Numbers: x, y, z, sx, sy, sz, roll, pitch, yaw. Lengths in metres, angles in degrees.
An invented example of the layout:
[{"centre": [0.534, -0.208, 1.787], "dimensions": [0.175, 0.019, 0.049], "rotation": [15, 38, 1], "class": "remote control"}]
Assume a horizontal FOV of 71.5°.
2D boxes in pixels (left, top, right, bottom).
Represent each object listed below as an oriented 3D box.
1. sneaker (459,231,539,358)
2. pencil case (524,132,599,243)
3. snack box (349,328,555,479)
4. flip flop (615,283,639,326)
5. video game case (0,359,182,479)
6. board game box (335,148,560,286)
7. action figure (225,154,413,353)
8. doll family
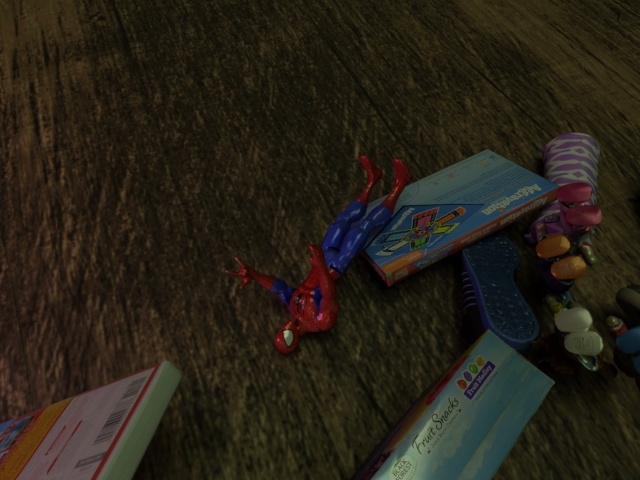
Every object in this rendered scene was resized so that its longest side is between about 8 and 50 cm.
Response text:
[{"centre": [0.216, 0.075, 0.580], "dimensions": [0.081, 0.091, 0.232], "rotation": [11, 35, 6], "class": "sneaker"}, {"centre": [0.375, -0.075, 0.685], "dimensions": [0.086, 0.088, 0.206], "rotation": [47, 54, -27], "class": "pencil case"}, {"centre": [0.095, 0.196, 0.406], "dimensions": [0.070, 0.207, 0.174], "rotation": [40, 62, 20], "class": "snack box"}, {"centre": [0.428, 0.181, 0.512], "dimensions": [0.080, 0.112, 0.277], "rotation": [-29, 63, 8], "class": "flip flop"}, {"centre": [-0.257, 0.212, 0.344], "dimensions": [0.285, 0.025, 0.204], "rotation": [-23, 25, 20], "class": "video game case"}, {"centre": [0.177, -0.044, 0.636], "dimensions": [0.281, 0.027, 0.145], "rotation": [-25, 39, -12], "class": "board game box"}, {"centre": [0.000, 0.000, 0.547], "dimensions": [0.091, 0.139, 0.281], "rotation": [15, 73, 46], "class": "action figure"}, {"centre": [0.299, 0.065, 0.536], "dimensions": [0.118, 0.163, 0.263], "rotation": [-19, 65, 22], "class": "doll family"}]
